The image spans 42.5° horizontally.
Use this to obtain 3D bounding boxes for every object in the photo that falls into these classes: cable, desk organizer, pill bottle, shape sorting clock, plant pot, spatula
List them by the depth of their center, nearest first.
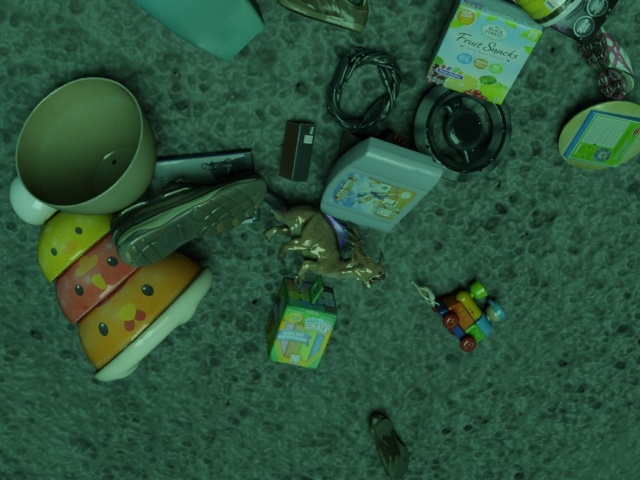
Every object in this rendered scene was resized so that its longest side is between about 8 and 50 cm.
[{"bbox_3d":[0.388,-0.509,1.527,0.208,0.119,0.119,40,109,-18],"label":"pill bottle"},{"bbox_3d":[-0.228,-0.477,1.594,0.166,0.165,0.234,-41,122,17],"label":"plant pot"},{"bbox_3d":[-0.454,-0.167,1.709,0.284,0.284,0.191,-22,155,8],"label":"plant pot"},{"bbox_3d":[0.094,-0.318,1.770,0.151,0.047,0.184,12,109,-19],"label":"cable"},{"bbox_3d":[-0.052,-0.198,1.822,0.047,0.050,0.130,-2,108,-41],"label":"desk organizer"},{"bbox_3d":[0.638,-0.235,1.842,0.206,0.040,0.206,2,139,2],"label":"shape sorting clock"},{"bbox_3d":[-0.058,-0.063,1.899,0.296,0.030,0.084,33,112,-30],"label":"spatula"}]

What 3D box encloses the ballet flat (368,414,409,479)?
[{"bbox_3d":[0.184,0.569,2.277,0.084,0.058,0.249,-40,127,-23],"label":"ballet flat"}]

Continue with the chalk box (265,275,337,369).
[{"bbox_3d":[-0.042,0.182,1.992,0.132,0.132,0.213,13,117,-12],"label":"chalk box"}]

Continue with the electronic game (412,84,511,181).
[{"bbox_3d":[0.310,-0.242,1.795,0.229,0.048,0.229,-2,97,-14],"label":"electronic game"}]

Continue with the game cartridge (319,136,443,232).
[{"bbox_3d":[0.114,-0.115,1.794,0.198,0.062,0.297,13,153,-15],"label":"game cartridge"}]

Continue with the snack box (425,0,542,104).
[{"bbox_3d":[0.329,-0.392,1.676,0.175,0.070,0.207,16,142,-3],"label":"snack box"}]

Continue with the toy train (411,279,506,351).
[{"bbox_3d":[0.346,0.147,2.027,0.143,0.105,0.248,-37,116,4],"label":"toy train"}]

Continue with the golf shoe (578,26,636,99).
[{"bbox_3d":[0.616,-0.398,1.766,0.086,0.067,0.186,-41,108,-31],"label":"golf shoe"}]

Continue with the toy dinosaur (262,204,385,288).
[{"bbox_3d":[0.000,0.000,1.860,0.200,0.127,0.295,-36,114,1],"label":"toy dinosaur"}]

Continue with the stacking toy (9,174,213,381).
[{"bbox_3d":[-0.509,0.043,1.819,0.350,0.350,0.480,-42,98,17],"label":"stacking toy"}]

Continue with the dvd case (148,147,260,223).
[{"bbox_3d":[-0.265,-0.112,1.866,0.239,0.029,0.179,-5,120,-1],"label":"dvd case"}]

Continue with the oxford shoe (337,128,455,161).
[{"bbox_3d":[0.176,-0.192,1.822,0.271,0.097,0.098,4,113,-7],"label":"oxford shoe"}]

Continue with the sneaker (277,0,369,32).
[{"bbox_3d":[0.008,-0.482,1.671,0.188,0.066,0.071,13,101,-18],"label":"sneaker"}]

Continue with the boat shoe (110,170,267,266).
[{"bbox_3d":[-0.283,-0.076,1.744,0.355,0.130,0.132,-25,147,-24],"label":"boat shoe"}]

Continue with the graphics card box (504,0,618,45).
[{"bbox_3d":[0.431,-0.571,1.616,0.371,0.094,0.232,24,114,-14],"label":"graphics card box"}]
